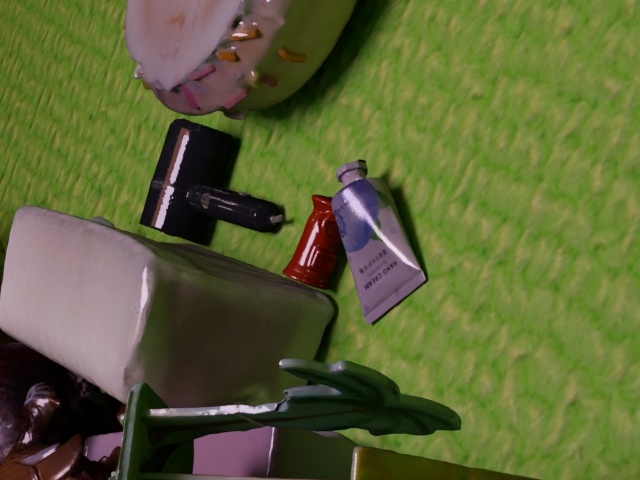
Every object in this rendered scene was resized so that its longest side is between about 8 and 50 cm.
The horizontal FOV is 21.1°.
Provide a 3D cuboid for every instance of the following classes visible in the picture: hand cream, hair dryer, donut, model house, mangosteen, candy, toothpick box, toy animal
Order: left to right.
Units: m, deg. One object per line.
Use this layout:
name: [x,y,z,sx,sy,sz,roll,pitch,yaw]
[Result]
mangosteen: [-0.275,0.210,1.800,0.261,0.235,0.235,-19,47,1]
toy animal: [-0.242,0.216,1.615,0.188,0.089,0.179,-11,65,43]
candy: [-0.163,0.071,1.661,0.359,0.208,0.145,18,92,58]
hair dryer: [-0.100,-0.049,1.763,0.219,0.071,0.124,20,93,52]
donut: [-0.067,-0.296,1.734,0.382,0.142,0.382,-35,48,52]
toothpick box: [0.000,0.000,1.591,0.047,0.047,0.083,28,99,58]
model house: [0.002,0.253,1.193,0.340,0.323,0.300,72,-159,-68]
hand cream: [0.046,-0.006,1.528,0.084,0.053,0.142,-41,54,40]

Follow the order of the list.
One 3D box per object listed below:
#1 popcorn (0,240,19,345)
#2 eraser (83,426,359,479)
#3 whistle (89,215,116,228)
popcorn: [-0.510,0.105,2.111,0.293,0.292,0.334,-22,80,11]
eraser: [-0.107,0.303,1.550,0.359,0.122,0.272,-16,60,53]
whistle: [-0.263,0.028,1.939,0.244,0.110,0.092,-20,96,62]
